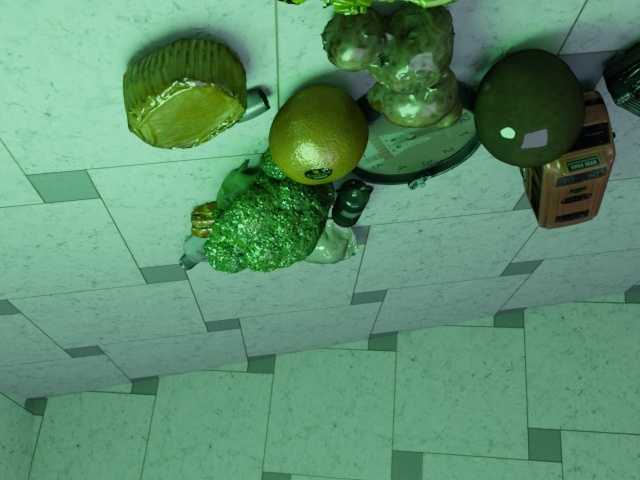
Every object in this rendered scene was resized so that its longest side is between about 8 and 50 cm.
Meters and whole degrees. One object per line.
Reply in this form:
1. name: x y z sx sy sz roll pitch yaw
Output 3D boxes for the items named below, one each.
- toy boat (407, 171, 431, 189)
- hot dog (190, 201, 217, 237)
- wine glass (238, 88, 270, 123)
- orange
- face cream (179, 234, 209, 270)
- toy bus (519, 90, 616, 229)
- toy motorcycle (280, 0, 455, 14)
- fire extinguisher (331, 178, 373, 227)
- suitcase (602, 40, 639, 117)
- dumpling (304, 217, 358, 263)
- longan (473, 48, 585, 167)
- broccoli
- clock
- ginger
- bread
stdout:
1. toy boat: 0.272 -0.160 1.768 0.038 0.038 0.083 11 150 -36
2. hot dog: -0.253 -0.065 1.913 0.269 0.115 0.072 -8 -169 -5
3. wine glass: -0.211 -0.289 1.491 0.198 0.066 0.066 -21 153 19
4. orange: -0.004 -0.238 1.482 0.237 0.236 0.236 -7 155 -3
5. face cream: -0.361 0.019 2.082 0.144 0.070 0.291 15 145 -35
6. toy bus: 0.660 -0.203 1.750 0.203 0.232 0.427 -13 155 11
7. toy motorcycle: 0.084 -0.466 1.116 0.343 0.142 0.206 -7 -167 -5
8. fire extinguisher: 0.090 -0.118 1.850 0.118 0.093 0.294 -10 168 -7
9. suitcase: 0.840 -0.380 1.550 0.312 0.128 0.202 10 150 -34
10. dumpling: 0.000 0.000 2.129 0.247 0.142 0.172 -3 120 4
11. longan: 0.470 -0.295 1.475 0.258 0.257 0.258 -7 155 -3
12. broccoli: -0.123 -0.075 1.716 0.321 0.310 0.413 17 112 -27
13. clock: 0.231 -0.266 1.660 0.387 0.076 0.386 -7 155 -3
14. ginger: 0.182 -0.351 1.343 0.256 0.176 0.375 -11 149 27
15. bread: -0.279 -0.303 1.345 0.254 0.142 0.227 -24 150 24
